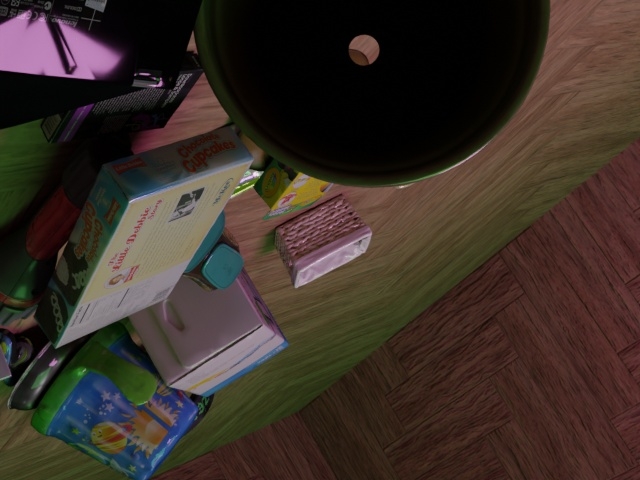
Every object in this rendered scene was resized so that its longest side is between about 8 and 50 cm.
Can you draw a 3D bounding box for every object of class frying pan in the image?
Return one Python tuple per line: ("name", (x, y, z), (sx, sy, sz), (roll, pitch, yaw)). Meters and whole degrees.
("frying pan", (-0.483, 0.250, 1.750), (0.197, 0.053, 0.326), (-51, 175, -36))

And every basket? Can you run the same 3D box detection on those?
("basket", (0.000, 0.000, 1.901), (0.167, 0.103, 0.113), (-28, 164, -15))

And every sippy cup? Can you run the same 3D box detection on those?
("sippy cup", (-0.348, 0.299, 1.738), (0.240, 0.224, 0.305), (-54, 178, 5))

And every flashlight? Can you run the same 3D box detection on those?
("flashlight", (-0.336, -0.009, 1.228), (0.304, 0.103, 0.103), (-40, 165, 35))

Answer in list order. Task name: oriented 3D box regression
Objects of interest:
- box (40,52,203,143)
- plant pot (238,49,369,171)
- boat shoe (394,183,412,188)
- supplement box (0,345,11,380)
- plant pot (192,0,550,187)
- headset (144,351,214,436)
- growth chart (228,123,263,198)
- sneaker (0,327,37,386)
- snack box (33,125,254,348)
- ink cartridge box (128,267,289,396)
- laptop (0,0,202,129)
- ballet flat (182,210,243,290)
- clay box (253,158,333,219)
("box", (-0.220, -0.161, 1.108), (0.162, 0.029, 0.116), (-14, 158, -45))
("plant pot", (-0.016, -0.174, 1.402), (0.236, 0.032, 0.236), (-34, 163, -12))
("boat shoe", (0.190, -0.152, 1.899), (0.135, 0.050, 0.045), (-38, 163, -14))
("supplement box", (-0.458, 0.123, 1.222), (0.073, 0.130, 0.239), (-21, -178, -27))
("plant pot", (0.045, -0.215, 1.011), (0.323, 0.323, 0.280), (-32, -177, 2))
("headset", (-0.394, 0.362, 2.044), (0.394, 0.185, 0.243), (-7, -147, 25))
("growth chart", (-0.131, -0.113, 1.446), (0.172, 0.021, 0.237), (-30, 163, -8))
("sneaker", (-0.504, 0.177, 1.597), (0.078, 0.067, 0.188), (-48, 170, -24))
("snack box", (-0.224, 0.001, 1.215), (0.187, 0.060, 0.322), (-25, 161, -43))
("ink cartridge box", (-0.206, 0.143, 1.775), (0.197, 0.198, 0.270), (-32, 166, 0))
("laptop", (-0.302, -0.225, 0.769), (0.382, 0.236, 0.407), (-7, 124, -57))
("ballet flat", (-0.200, -0.006, 1.486), (0.123, 0.123, 0.348), (-30, 165, -4))
("clay box", (-0.005, -0.123, 1.411), (0.127, 0.053, 0.222), (-18, 156, -50))
